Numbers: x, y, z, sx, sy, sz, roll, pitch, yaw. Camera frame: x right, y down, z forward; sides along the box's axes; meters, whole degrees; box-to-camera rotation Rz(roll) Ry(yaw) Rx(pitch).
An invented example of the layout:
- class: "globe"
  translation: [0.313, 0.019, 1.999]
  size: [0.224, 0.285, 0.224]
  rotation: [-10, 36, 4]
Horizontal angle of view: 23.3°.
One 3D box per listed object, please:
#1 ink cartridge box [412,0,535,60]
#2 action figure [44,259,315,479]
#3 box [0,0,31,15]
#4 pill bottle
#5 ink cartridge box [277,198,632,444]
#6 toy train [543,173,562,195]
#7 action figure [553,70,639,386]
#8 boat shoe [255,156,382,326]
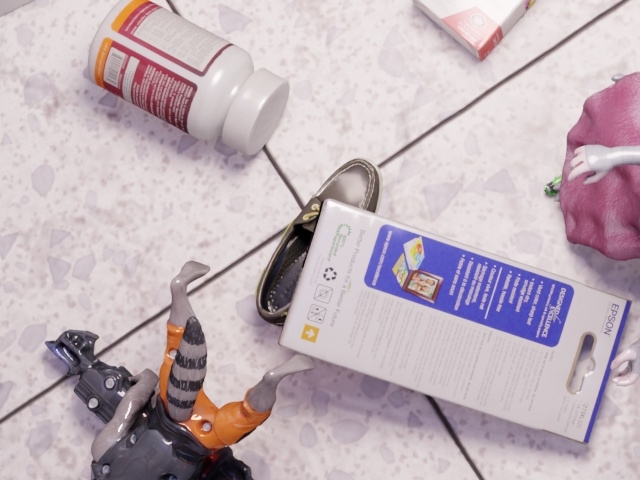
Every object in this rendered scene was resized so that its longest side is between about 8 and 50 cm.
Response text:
- class: "ink cartridge box"
  translation: [0.212, -0.326, 1.828]
  size: [0.115, 0.067, 0.198]
  rotation: [42, 92, 11]
- class: "action figure"
  translation: [-0.199, 0.189, 1.762]
  size: [0.341, 0.178, 0.330]
  rotation: [35, 109, 16]
- class: "box"
  translation: [-0.399, -0.483, 1.895]
  size: [0.215, 0.168, 0.345]
  rotation: [-25, 79, 5]
- class: "pill bottle"
  translation: [-0.156, -0.194, 1.843]
  size: [0.221, 0.121, 0.121]
  rotation: [29, 88, 11]
- class: "ink cartridge box"
  translation: [0.151, 0.093, 1.764]
  size: [0.370, 0.069, 0.176]
  rotation: [18, 86, -2]
- class: "toy train"
  translation: [0.295, -0.080, 1.805]
  size: [0.083, 0.024, 0.017]
  rotation: [-35, 79, 3]
- class: "action figure"
  translation: [0.390, -0.019, 1.635]
  size: [0.275, 0.370, 0.248]
  rotation: [-15, 120, -10]
- class: "boat shoe"
  translation: [0.000, 0.000, 1.820]
  size: [0.081, 0.068, 0.228]
  rotation: [31, 89, 12]
